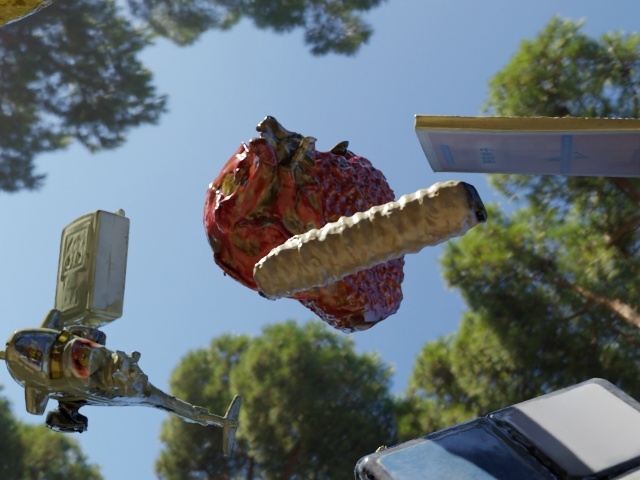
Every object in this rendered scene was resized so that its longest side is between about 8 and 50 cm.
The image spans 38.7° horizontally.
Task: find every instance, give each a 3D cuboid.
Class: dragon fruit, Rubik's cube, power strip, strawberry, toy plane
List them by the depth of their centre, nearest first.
[{"bbox_3d":[-0.168,0.131,0.807,0.108,0.286,0.092,-5,-115,25],"label":"toy plane"},{"bbox_3d":[0.240,0.364,0.877,0.313,0.316,0.318,-140,-142,-59],"label":"Rubik's cube"},{"bbox_3d":[-0.230,0.051,0.907,0.075,0.042,0.175,-21,-119,41],"label":"power strip"},{"bbox_3d":[-0.079,-0.071,1.217,0.262,0.134,0.211,-114,-148,-41],"label":"dragon fruit"},{"bbox_3d":[0.000,0.000,1.544,0.267,0.312,0.351,-39,-122,30],"label":"strawberry"}]

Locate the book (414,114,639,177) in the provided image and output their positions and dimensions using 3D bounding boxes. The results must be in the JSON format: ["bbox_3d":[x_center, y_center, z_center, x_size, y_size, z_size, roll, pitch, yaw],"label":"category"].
[{"bbox_3d":[0.228,-0.095,0.949,0.242,0.170,0.018,2,-101,15],"label":"book"}]

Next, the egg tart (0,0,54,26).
[{"bbox_3d":[-0.372,-0.303,0.907,0.279,0.279,0.094,-32,-115,43],"label":"egg tart"}]

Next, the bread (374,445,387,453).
[{"bbox_3d":[0.113,0.349,1.340,0.077,0.083,0.070,-2,-37,-2],"label":"bread"}]

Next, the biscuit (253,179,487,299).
[{"bbox_3d":[0.045,-0.002,0.843,0.219,0.061,0.055,-21,-111,6],"label":"biscuit"}]
